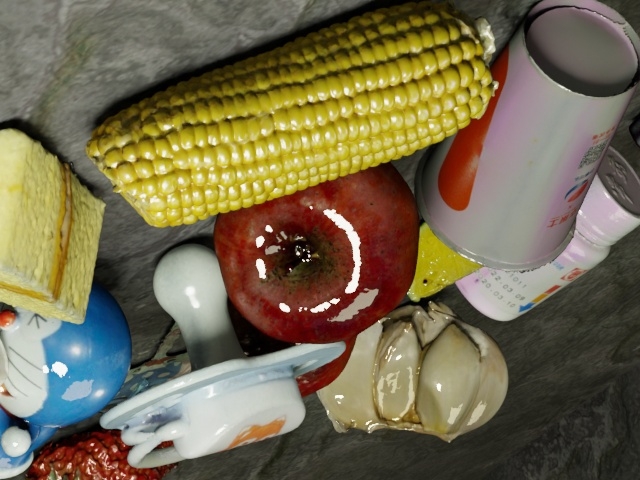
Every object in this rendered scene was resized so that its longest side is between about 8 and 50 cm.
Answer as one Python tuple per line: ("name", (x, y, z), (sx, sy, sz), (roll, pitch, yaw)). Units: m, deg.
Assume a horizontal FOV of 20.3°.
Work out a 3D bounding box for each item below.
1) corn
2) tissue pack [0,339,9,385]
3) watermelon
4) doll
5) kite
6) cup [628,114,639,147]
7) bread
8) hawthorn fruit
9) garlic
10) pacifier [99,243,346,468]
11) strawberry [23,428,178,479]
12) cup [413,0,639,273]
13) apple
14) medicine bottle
("corn", (-0.020, -0.112, 1.633), (0.387, 0.144, 0.144), (-22, 162, -12))
("tissue pack", (-0.437, 0.117, 1.708), (0.185, 0.124, 0.225), (-29, 162, 13))
("watermelon", (0.166, -0.001, 2.311), (0.181, 0.092, 0.075), (-28, 151, 32))
("doll", (-0.306, 0.138, 1.897), (0.161, 0.215, 0.257), (19, 131, -24))
("kite", (-0.220, 0.163, 2.350), (0.335, 0.011, 0.314), (-16, 159, -33))
("cup", (0.515, -0.148, 2.370), (0.177, 0.239, 0.166), (-28, -155, 22))
("bread", (-0.285, -0.002, 1.629), (0.178, 0.142, 0.266), (-43, 164, 1))
("hawthorn fruit", (-0.033, 0.093, 2.176), (0.179, 0.179, 0.200), (-42, 180, 41))
("garlic", (0.140, 0.181, 2.653), (0.281, 0.203, 0.185), (7, -166, 9))
("pacifier", (-0.127, 0.119, 1.983), (0.299, 0.233, 0.244), (-9, 169, -42))
("strawberry", (-0.313, 0.311, 2.498), (0.188, 0.106, 0.286), (-11, -172, 34))
("cup", (0.234, -0.123, 1.928), (0.203, 0.203, 0.288), (-18, 155, -25))
("apple", (-0.002, 0.001, 1.877), (0.234, 0.234, 0.234), (-24, 163, -8))
("medicine bottle", (0.298, -0.014, 2.355), (0.254, 0.152, 0.152), (-39, 159, 31))
